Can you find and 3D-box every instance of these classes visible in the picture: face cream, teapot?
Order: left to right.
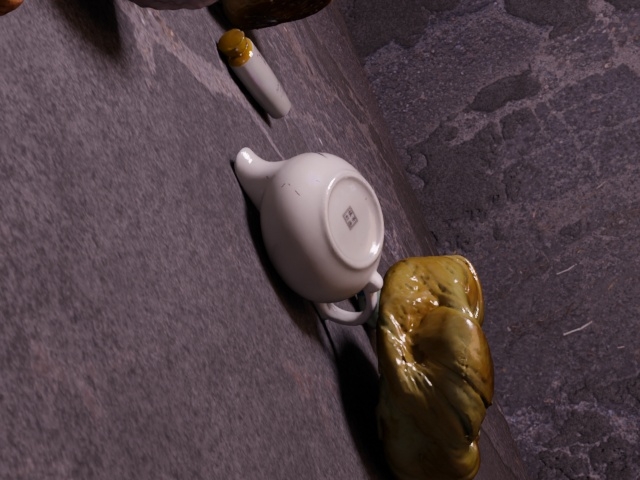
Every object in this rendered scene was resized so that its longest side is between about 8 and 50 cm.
[{"bbox_3d":[-0.105,-0.270,1.708,0.182,0.051,0.072,51,23,-49],"label":"face cream"},{"bbox_3d":[0.000,0.000,1.464,0.208,0.165,0.300,-61,138,-54],"label":"teapot"}]

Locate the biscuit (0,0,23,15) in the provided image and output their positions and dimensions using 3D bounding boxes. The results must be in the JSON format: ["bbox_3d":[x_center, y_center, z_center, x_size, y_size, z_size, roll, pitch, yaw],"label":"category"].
[{"bbox_3d":[-0.306,-0.290,0.897,0.186,0.036,0.192,58,14,-24],"label":"biscuit"}]

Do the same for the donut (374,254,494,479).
[{"bbox_3d":[0.170,0.193,1.562,0.360,0.170,0.360,-2,90,-83],"label":"donut"}]

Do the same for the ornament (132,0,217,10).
[{"bbox_3d":[-0.173,-0.392,1.154,0.225,0.259,0.259,60,11,-57],"label":"ornament"}]

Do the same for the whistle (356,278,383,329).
[{"bbox_3d":[0.074,0.059,1.809,0.236,0.077,0.114,60,-6,-13],"label":"whistle"}]

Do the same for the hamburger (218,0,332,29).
[{"bbox_3d":[-0.068,-0.458,1.791,0.286,0.243,0.146,-8,76,-62],"label":"hamburger"}]
